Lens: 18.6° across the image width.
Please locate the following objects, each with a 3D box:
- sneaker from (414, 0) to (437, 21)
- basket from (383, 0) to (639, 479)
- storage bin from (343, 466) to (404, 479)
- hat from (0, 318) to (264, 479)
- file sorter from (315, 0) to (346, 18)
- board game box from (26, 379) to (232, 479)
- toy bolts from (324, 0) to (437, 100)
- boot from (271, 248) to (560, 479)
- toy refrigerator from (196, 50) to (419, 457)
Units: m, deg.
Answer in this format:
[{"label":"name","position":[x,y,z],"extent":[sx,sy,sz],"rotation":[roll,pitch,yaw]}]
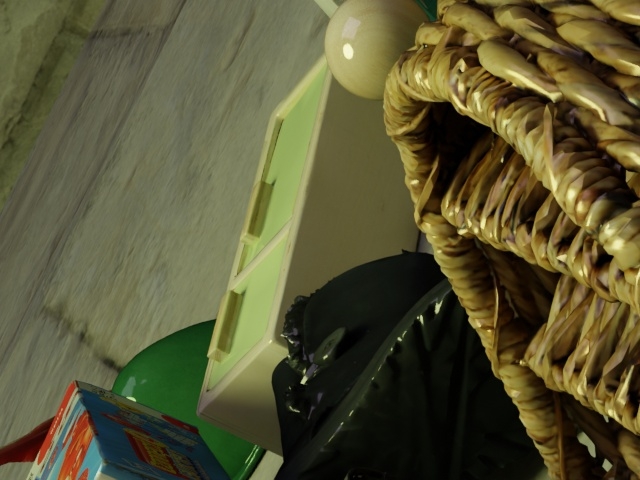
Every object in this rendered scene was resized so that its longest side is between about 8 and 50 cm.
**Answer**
[{"label":"sneaker","position":[0.076,-0.227,1.385],"extent":[0.110,0.107,0.275],"rotation":[-35,32,33]},{"label":"basket","position":[0.116,0.007,0.692],"extent":[0.223,0.213,0.299],"rotation":[-62,16,3]},{"label":"storage bin","position":[0.050,0.184,0.779],"extent":[0.084,0.122,0.180],"rotation":[-58,17,17]},{"label":"hat","position":[-0.134,0.090,1.373],"extent":[0.173,0.183,0.208],"rotation":[-38,30,55]},{"label":"file sorter","position":[0.068,-0.312,1.238],"extent":[0.278,0.193,0.173],"rotation":[-49,14,-22]},{"label":"board game box","position":[-0.149,0.245,1.041],"extent":[0.308,0.086,0.302],"rotation":[-66,10,-2]},{"label":"toy bolts","position":[0.091,-0.145,1.096],"extent":[0.228,0.158,0.218],"rotation":[-67,17,-14]},{"label":"boot","position":[0.056,0.051,1.011],"extent":[0.246,0.094,0.207],"rotation":[-47,15,21]},{"label":"toy refrigerator","position":[0.000,0.000,1.266],"extent":[0.102,0.094,0.269],"rotation":[-45,25,45]}]
